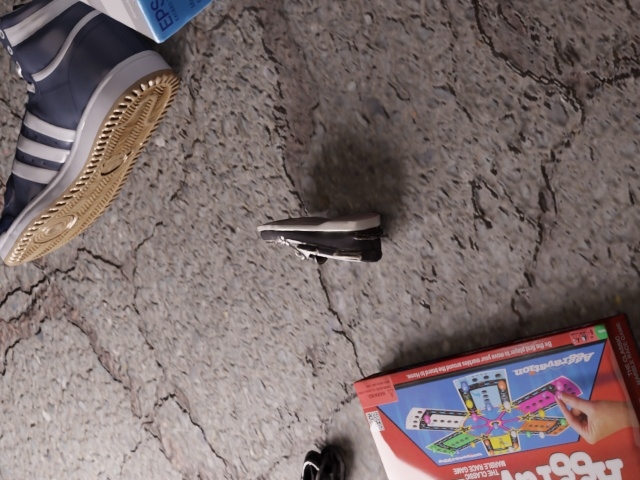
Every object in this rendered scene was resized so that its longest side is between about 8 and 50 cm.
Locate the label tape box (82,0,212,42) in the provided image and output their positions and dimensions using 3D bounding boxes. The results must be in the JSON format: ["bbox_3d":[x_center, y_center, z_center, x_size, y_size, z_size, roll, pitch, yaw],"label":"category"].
[{"bbox_3d":[-0.237,-0.327,1.495,0.348,0.115,0.249,28,153,38],"label":"label tape box"}]

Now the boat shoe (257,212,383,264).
[{"bbox_3d":[0.000,0.000,1.491,0.125,0.046,0.038,-2,100,41],"label":"boat shoe"}]

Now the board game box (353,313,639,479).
[{"bbox_3d":[0.141,0.148,1.404,0.281,0.027,0.145,-19,92,51],"label":"board game box"}]

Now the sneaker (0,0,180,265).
[{"bbox_3d":[-0.238,-0.109,1.674,0.153,0.099,0.282,52,131,14],"label":"sneaker"}]

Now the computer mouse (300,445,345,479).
[{"bbox_3d":[0.042,0.313,1.564,0.262,0.060,0.184,44,134,29],"label":"computer mouse"}]
